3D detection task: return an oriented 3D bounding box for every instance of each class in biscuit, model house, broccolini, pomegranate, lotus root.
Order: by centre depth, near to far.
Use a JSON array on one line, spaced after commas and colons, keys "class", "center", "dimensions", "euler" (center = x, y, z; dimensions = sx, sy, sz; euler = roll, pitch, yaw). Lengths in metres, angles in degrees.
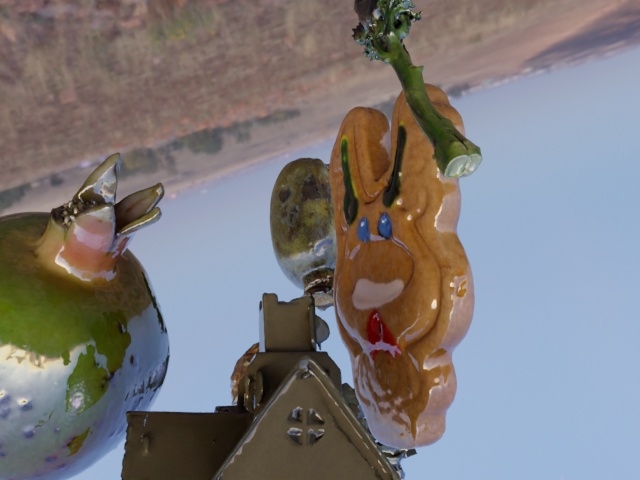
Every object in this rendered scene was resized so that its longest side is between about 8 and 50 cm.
[{"class": "broccolini", "center": [0.075, -0.123, 0.679], "dimensions": [0.057, 0.071, 0.254], "euler": [-32, -140, 8]}, {"class": "model house", "center": [-0.051, 0.161, 0.726], "dimensions": [0.204, 0.243, 0.211], "euler": [3, 160, -10]}, {"class": "biscuit", "center": [0.067, 0.026, 0.868], "dimensions": [0.047, 0.334, 0.202], "euler": [-2, 178, -29]}, {"class": "pomegranate", "center": [-0.284, 0.076, 0.895], "dimensions": [0.290, 0.323, 0.291], "euler": [7, -142, -6]}, {"class": "lotus root", "center": [-0.002, 0.001, 1.357], "dimensions": [0.154, 0.278, 0.154], "euler": [-7, 147, -4]}]

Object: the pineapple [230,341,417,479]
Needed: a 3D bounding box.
[{"class": "pineapple", "center": [-0.002, 0.260, 1.288], "dimensions": [0.170, 0.141, 0.310], "euler": [-41, -133, -18]}]
